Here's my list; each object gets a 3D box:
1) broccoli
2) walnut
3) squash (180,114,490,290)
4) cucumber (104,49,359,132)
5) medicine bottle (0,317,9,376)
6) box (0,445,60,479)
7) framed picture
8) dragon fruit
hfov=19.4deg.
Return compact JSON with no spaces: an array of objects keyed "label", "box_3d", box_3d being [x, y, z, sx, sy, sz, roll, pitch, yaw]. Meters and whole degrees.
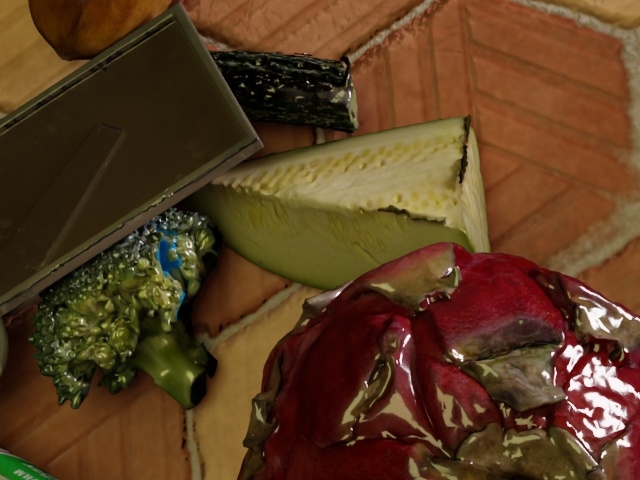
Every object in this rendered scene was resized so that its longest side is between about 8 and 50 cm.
[{"label":"broccoli","box_3d":[-0.139,0.059,1.457,0.160,0.167,0.154,44,126,-7]},{"label":"walnut","box_3d":[-0.162,-0.239,1.530,0.116,0.116,0.207,34,90,20]},{"label":"squash","box_3d":[0.000,0.000,1.430,0.252,0.093,0.169,-11,30,12]},{"label":"cucumber","box_3d":[-0.082,-0.124,1.507,0.245,0.067,0.067,6,79,19]},{"label":"medicine bottle","box_3d":[-0.413,0.134,1.499,0.352,0.110,0.110,-27,71,24]},{"label":"box","box_3d":[-0.278,0.279,1.429,0.180,0.103,0.250,21,84,33]},{"label":"framed picture","box_3d":[-0.180,-0.065,1.454,0.250,0.016,0.184,-34,48,2]},{"label":"dragon fruit","box_3d":[0.095,0.157,1.262,0.329,0.329,0.329,-3,76,15]}]
